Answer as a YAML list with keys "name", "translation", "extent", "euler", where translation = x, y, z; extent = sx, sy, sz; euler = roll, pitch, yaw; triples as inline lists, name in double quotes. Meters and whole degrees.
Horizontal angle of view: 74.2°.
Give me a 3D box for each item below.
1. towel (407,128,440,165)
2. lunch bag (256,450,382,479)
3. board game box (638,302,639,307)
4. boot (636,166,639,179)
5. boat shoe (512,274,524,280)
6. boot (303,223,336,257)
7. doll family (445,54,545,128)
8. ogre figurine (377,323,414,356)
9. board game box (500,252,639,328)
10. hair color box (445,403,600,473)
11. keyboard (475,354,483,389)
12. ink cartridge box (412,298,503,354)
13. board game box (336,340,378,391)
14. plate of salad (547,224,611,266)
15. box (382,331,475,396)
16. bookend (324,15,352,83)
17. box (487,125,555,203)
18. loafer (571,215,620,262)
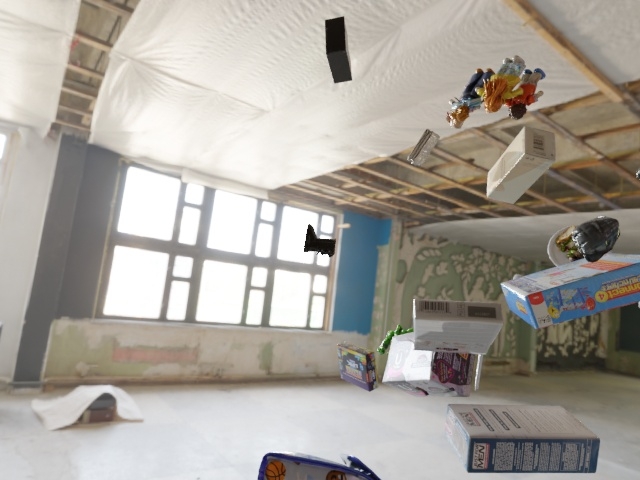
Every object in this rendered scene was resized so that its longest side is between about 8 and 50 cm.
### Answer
- name: "towel"
  translation: [0.542, -0.479, 2.195]
  extent: [0.049, 0.187, 0.282]
  euler: [38, 22, 15]
- name: "lunch bag"
  translation: [0.019, 0.687, 1.115]
  extent: [0.386, 0.238, 0.327]
  euler: [11, -28, 0]
- name: "board game box"
  translation: [1.076, 0.194, 1.133]
  extent: [0.053, 0.193, 0.305]
  euler: [55, -5, -36]
- name: "boot"
  translation: [1.082, -0.296, 1.169]
  extent: [0.131, 0.260, 0.348]
  euler: [28, -10, -4]
- name: "boat shoe"
  translation: [0.681, 0.183, 1.350]
  extent: [0.076, 0.080, 0.228]
  euler: [2, -36, 46]
- name: "boot"
  translation: [0.000, -0.001, 1.338]
  extent: [0.099, 0.121, 0.045]
  euler: [5, -42, 2]
- name: "doll family"
  translation: [0.398, -0.358, 1.039]
  extent: [0.118, 0.163, 0.263]
  euler: [39, -17, -31]
- name: "ogre figurine"
  translation: [0.346, 0.430, 1.811]
  extent: [0.097, 0.118, 0.197]
  euler: [38, -45, -15]
- name: "board game box"
  translation: [0.665, 0.122, 1.109]
  extent: [0.302, 0.086, 0.308]
  euler: [-19, -4, 13]
- name: "hair color box"
  translation: [0.544, 0.542, 1.168]
  extent: [0.348, 0.105, 0.174]
  euler: [2, 6, -3]
- name: "keyboard"
  translation: [0.574, 0.414, 1.521]
  extent: [0.014, 0.255, 0.072]
  euler: [5, 20, 15]
- name: "ink cartridge box"
  translation: [0.319, 0.212, 1.021]
  extent: [0.189, 0.066, 0.232]
  euler: [1, -27, 12]
- name: "board game box"
  translation: [0.135, 0.466, 1.577]
  extent: [0.048, 0.140, 0.170]
  euler: [-11, 7, -34]
- name: "plate of salad"
  translation: [0.945, 0.028, 1.549]
  extent: [0.200, 0.199, 0.048]
  euler: [3, -25, 29]
- name: "box"
  translation: [0.318, 0.371, 1.267]
  extent: [0.142, 0.163, 0.247]
  euler: [26, -27, -13]
- name: "bookend"
  translation: [0.067, -0.690, 1.539]
  extent: [0.073, 0.157, 0.156]
  euler: [-5, -20, 11]
- name: "box"
  translation: [0.800, -0.294, 1.706]
  extent: [0.121, 0.147, 0.311]
  euler: [14, -28, 0]
- name: "loafer"
  translation: [0.560, -0.004, 0.853]
  extent: [0.078, 0.076, 0.223]
  euler: [-32, -22, 24]
